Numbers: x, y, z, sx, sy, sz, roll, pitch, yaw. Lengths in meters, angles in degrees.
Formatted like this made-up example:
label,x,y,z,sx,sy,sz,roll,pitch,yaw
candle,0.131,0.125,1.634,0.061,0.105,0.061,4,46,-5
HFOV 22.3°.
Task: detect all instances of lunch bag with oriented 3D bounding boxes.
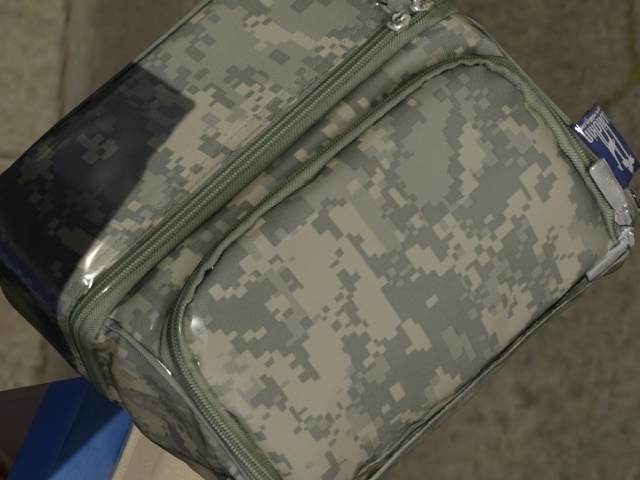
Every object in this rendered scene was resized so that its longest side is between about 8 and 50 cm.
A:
label,x,y,z,sx,sy,sz,roll,pitch,yaw
lunch bag,0.000,0.000,0.926,0.256,0.305,0.212,45,164,11

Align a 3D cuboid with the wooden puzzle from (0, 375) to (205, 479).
label,x,y,z,sx,sy,sz,roll,pitch,yaw
wooden puzzle,-0.228,0.214,1.090,0.348,0.080,0.322,-9,46,35
